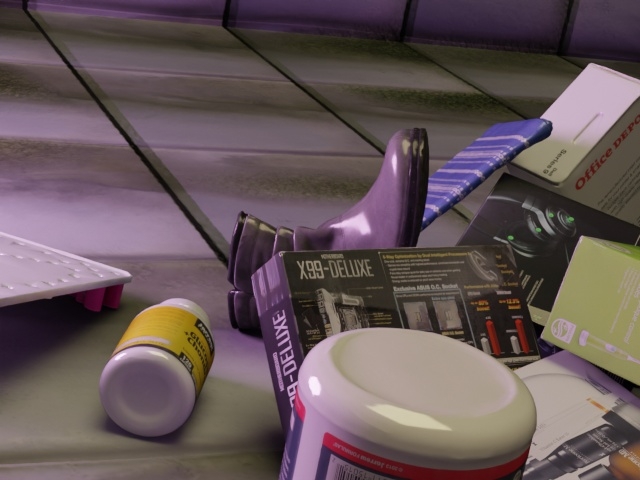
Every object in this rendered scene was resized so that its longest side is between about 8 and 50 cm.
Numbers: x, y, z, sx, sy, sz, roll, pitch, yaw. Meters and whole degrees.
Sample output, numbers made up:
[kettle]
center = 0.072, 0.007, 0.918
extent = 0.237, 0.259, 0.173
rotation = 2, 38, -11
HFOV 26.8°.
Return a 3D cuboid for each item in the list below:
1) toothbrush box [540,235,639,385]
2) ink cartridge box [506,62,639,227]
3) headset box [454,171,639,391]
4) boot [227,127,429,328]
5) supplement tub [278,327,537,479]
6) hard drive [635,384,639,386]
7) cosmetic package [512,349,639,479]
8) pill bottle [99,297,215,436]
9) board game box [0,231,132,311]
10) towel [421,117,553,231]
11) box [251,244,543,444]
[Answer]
[toothbrush box]
center = 0.405, 0.105, 1.381
extent = 0.283, 0.122, 0.206
rotation = 27, 11, 34
[ink cartridge box]
center = 0.423, -0.089, 2.005
extent = 0.121, 0.211, 0.289
rotation = 32, -15, 44
[headset box]
center = 0.284, 0.068, 1.681
extent = 0.283, 0.131, 0.246
rotation = 23, 44, 13
[boot]
center = 0.000, 0.000, 1.601
extent = 0.222, 0.338, 0.118
rotation = 15, 32, 3
[supplement tub]
center = 0.056, 0.225, 1.090
extent = 0.191, 0.272, 0.191
rotation = 10, 20, -4
[hard drive]
center = 0.292, 0.100, 1.850
extent = 0.339, 0.064, 0.237
rotation = 10, 20, 1
[cosmetic package]
center = 0.258, 0.267, 1.234
extent = 0.284, 0.097, 0.377
rotation = -19, 40, -34
[pill bottle]
center = -0.172, 0.131, 1.472
extent = 0.103, 0.103, 0.184
rotation = 11, 21, 2
[board game box]
center = -0.472, 0.022, 1.570
extent = 0.390, 0.050, 0.390
rotation = 16, 7, 15
[towel]
center = 0.158, -0.051, 1.827
extent = 0.040, 0.336, 0.243
rotation = 52, -5, -7
[box]
center = 0.096, 0.131, 1.438
extent = 0.307, 0.076, 0.242
rotation = -2, 68, -31
